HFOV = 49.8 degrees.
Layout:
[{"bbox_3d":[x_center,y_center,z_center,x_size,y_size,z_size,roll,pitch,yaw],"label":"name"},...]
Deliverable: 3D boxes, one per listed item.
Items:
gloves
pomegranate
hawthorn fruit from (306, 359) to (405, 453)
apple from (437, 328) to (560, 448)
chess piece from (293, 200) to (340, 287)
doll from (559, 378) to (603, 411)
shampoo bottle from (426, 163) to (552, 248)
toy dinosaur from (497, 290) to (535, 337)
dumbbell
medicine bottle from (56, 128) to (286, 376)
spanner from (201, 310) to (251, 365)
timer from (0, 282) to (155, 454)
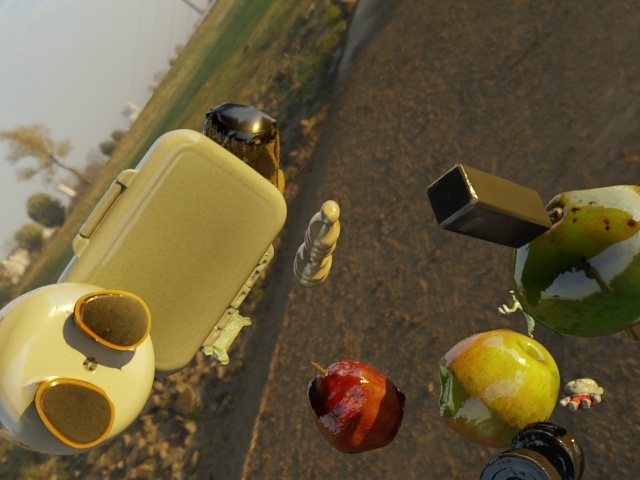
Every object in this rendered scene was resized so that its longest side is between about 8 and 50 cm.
[{"bbox_3d":[-0.172,-0.129,1.388,0.356,0.203,0.155,100,-169,-63],"label":"gloves"},{"bbox_3d":[0.514,0.080,1.237,0.310,0.358,0.216,-30,24,38],"label":"pomegranate"},{"bbox_3d":[0.065,0.331,1.439,0.189,0.251,0.189,-26,31,17],"label":"hawthorn fruit"},{"bbox_3d":[0.504,0.410,1.959,0.339,0.339,0.339,-49,19,22],"label":"apple"},{"bbox_3d":[0.000,0.000,1.993,0.139,0.124,0.307,-40,-17,-30],"label":"chess piece"},{"bbox_3d":[0.647,0.385,1.708,0.102,0.075,0.227,-15,-4,25],"label":"doll"},{"bbox_3d":[0.279,-0.048,1.092,0.080,0.246,0.079,-38,54,37],"label":"shampoo bottle"},{"bbox_3d":[0.622,0.232,2.198,0.129,0.076,0.383,-12,24,23],"label":"toy dinosaur"},{"bbox_3d":[0.496,0.547,1.605,0.185,0.185,0.388,-48,-21,23],"label":"dumbbell"},{"bbox_3d":[-0.241,0.020,1.123,0.375,0.282,0.123,-55,23,-1],"label":"medicine bottle"},{"bbox_3d":[-0.211,0.213,1.573,0.017,0.071,0.302,-59,1,13],"label":"spanner"},{"bbox_3d":[-0.352,0.176,0.950,0.240,0.233,0.233,-15,43,48],"label":"timer"}]
